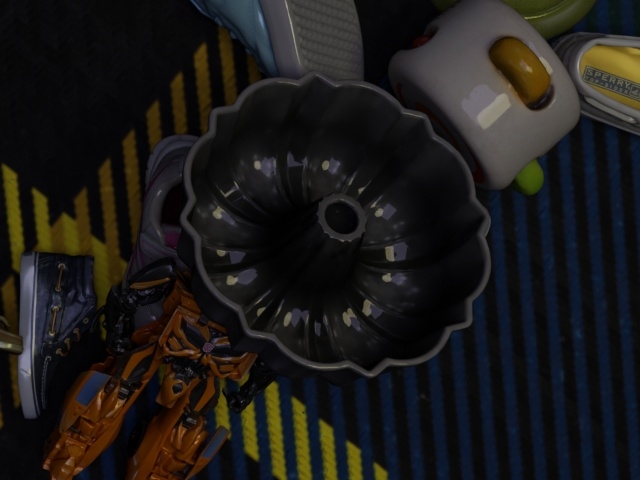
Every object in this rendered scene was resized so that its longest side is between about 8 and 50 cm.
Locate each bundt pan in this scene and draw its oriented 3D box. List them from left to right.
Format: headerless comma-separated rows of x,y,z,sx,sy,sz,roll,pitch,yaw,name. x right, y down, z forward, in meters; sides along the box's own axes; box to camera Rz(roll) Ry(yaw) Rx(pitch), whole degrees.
0.000,0.000,1.480,0.330,0.124,0.331,9,64,-19,bundt pan

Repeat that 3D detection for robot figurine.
-0.164,0.156,1.547,0.211,0.085,0.291,26,113,-21,robot figurine

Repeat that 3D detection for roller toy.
0.180,-0.166,1.575,0.146,0.191,0.209,-41,144,-6,roller toy

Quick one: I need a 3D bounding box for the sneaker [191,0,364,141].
-0.068,-0.268,1.581,0.135,0.150,0.366,-43,121,-44,sneaker

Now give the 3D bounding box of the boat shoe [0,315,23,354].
-0.376,0.077,1.549,0.153,0.056,0.048,22,83,24,boat shoe

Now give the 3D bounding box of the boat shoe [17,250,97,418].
-0.285,0.103,1.582,0.083,0.065,0.183,1,93,-8,boat shoe

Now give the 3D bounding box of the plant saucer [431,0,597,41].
0.225,-0.341,1.651,0.240,0.037,0.241,-1,95,-10,plant saucer

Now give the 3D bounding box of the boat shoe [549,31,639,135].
0.441,-0.163,1.638,0.367,0.156,0.136,16,92,-10,boat shoe

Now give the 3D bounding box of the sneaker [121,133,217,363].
-0.159,0.013,1.571,0.102,0.111,0.252,3,97,-10,sneaker

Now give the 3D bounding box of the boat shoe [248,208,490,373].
0.042,0.046,1.613,0.320,0.103,0.118,-29,98,-7,boat shoe
